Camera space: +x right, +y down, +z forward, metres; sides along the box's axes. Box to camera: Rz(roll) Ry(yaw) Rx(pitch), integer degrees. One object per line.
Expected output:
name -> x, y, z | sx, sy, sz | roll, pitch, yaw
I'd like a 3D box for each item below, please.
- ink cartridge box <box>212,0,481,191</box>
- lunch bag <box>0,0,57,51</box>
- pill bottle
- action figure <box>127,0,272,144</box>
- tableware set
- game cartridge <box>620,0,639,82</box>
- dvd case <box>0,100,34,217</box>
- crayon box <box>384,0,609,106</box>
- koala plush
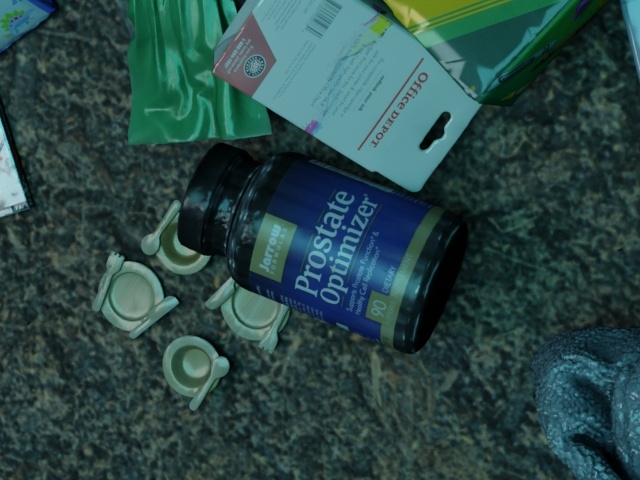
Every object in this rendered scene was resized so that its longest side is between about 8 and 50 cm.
ink cartridge box -> 0.025, -0.138, 1.426 | 0.198, 0.067, 0.115 | 32, 108, -14
lunch bag -> -0.324, -0.220, 1.531 | 0.129, 0.096, 0.151 | -33, 117, 19
pill bottle -> 0.000, 0.000, 1.447 | 0.219, 0.123, 0.123 | 21, 104, 13
action figure -> -0.112, -0.200, 1.482 | 0.137, 0.063, 0.232 | -3, 101, 20
tableware set -> -0.114, 0.054, 1.545 | 0.168, 0.020, 0.141 | 42, 108, 7
game cartridge -> 0.347, -0.126, 1.356 | 0.196, 0.060, 0.294 | -13, 95, 22
dvd case -> -0.314, -0.075, 1.591 | 0.087, 0.013, 0.119 | -15, 94, 19
crayon box -> 0.101, -0.258, 1.368 | 0.165, 0.081, 0.278 | -47, 72, 20
koala plush -> 0.294, 0.106, 1.341 | 0.221, 0.196, 0.203 | -43, 75, 22
